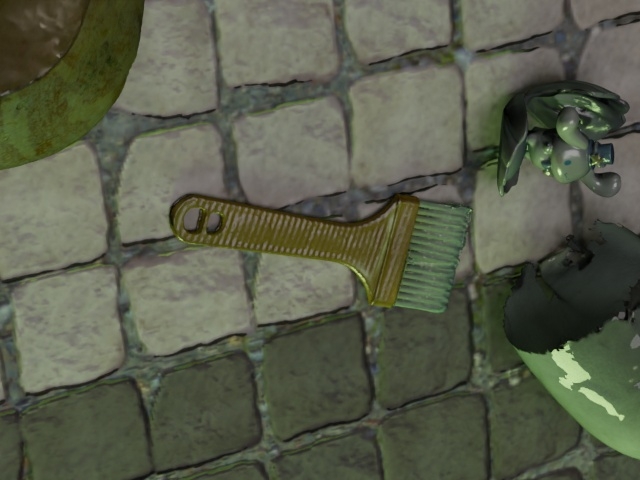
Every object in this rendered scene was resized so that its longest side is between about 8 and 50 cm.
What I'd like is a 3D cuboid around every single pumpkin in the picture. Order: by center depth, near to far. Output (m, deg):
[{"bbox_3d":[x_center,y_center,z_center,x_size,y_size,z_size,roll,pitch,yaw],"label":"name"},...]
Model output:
[{"bbox_3d":[-0.192,-0.130,1.006,0.217,0.110,0.217,-5,107,-17],"label":"pumpkin"}]

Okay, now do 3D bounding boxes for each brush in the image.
[{"bbox_3d":[0.000,0.000,1.190,0.218,0.010,0.083,8,106,-25],"label":"brush"}]

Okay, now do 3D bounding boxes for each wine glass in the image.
[{"bbox_3d":[0.268,0.122,1.281,0.321,0.143,0.143,41,90,-30],"label":"wine glass"}]

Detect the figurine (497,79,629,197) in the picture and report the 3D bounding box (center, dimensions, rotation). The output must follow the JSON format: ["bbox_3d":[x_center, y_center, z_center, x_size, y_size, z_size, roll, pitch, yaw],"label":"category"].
[{"bbox_3d":[0.164,-0.068,1.194,0.086,0.094,0.082,7,68,3],"label":"figurine"}]
